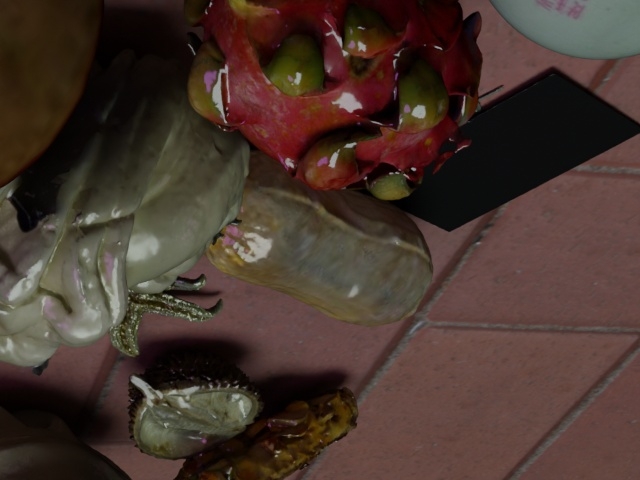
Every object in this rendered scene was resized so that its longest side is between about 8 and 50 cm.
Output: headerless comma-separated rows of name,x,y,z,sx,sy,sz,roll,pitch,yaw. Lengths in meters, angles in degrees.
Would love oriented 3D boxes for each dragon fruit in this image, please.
dragon fruit,0.029,-0.141,1.364,0.307,0.227,0.243,6,149,-38

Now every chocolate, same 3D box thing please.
chocolate,0.000,0.000,1.700,0.134,0.134,0.309,-29,144,30

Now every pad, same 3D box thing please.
pad,0.176,-0.081,1.731,0.245,0.006,0.170,-29,146,31

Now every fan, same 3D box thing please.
fan,0.128,-0.125,1.645,0.060,0.003,0.080,5,148,-26

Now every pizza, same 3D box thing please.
pizza,-0.113,0.273,2.113,0.287,0.074,0.251,-30,-178,-37

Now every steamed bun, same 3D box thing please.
steamed bun,-0.375,0.298,2.038,0.309,0.219,0.324,-8,179,27
steamed bun,-0.223,-0.055,1.428,0.320,0.275,0.206,-37,148,-27

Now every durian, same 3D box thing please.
durian,-0.157,0.172,1.994,0.148,0.091,0.188,-37,144,20

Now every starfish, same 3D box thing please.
starfish,-0.202,0.080,1.853,0.208,0.053,0.176,-6,146,-12

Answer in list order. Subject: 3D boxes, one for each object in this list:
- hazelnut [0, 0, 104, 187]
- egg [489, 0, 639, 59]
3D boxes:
hazelnut,-0.309,-0.202,1.077,0.359,0.359,0.409,-11,155,2
egg,0.218,-0.278,1.179,0.230,0.230,0.371,-1,143,-15
